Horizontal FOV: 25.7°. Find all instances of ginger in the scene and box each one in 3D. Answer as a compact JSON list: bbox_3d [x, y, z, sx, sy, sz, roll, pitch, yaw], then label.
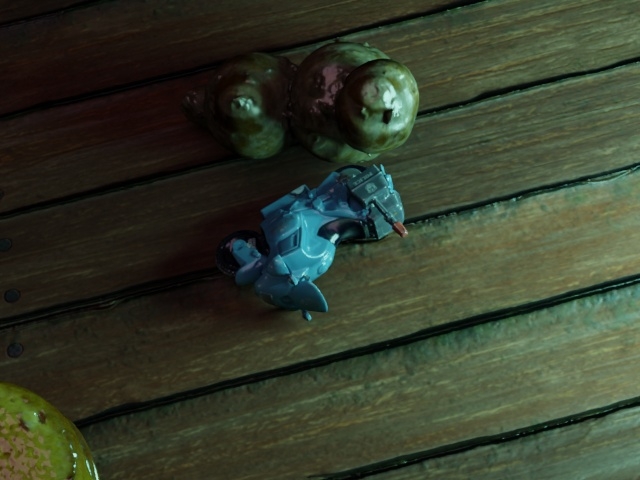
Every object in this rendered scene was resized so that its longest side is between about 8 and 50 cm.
[{"bbox_3d":[-0.027,-0.194,1.971,0.375,0.256,0.176,2,99,21],"label":"ginger"}]

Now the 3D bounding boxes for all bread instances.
[{"bbox_3d":[-0.434,0.314,1.770,0.312,0.172,0.312,4,64,-8],"label":"bread"}]

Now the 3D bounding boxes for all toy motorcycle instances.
[{"bbox_3d":[0.000,0.000,1.924,0.272,0.123,0.182,-32,56,-10],"label":"toy motorcycle"}]
